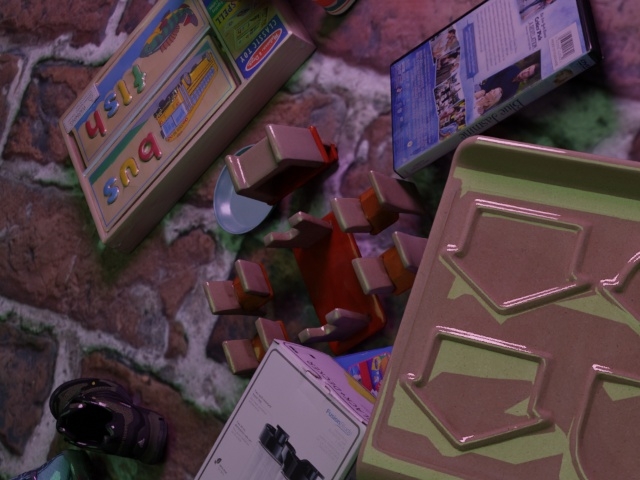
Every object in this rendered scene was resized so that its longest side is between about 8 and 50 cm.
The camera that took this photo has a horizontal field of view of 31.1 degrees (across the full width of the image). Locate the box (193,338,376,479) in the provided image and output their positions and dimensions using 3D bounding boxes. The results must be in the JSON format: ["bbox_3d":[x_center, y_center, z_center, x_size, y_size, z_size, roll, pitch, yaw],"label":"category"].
[{"bbox_3d":[-0.043,0.266,1.138,0.169,0.087,0.290,36,101,45],"label":"box"}]

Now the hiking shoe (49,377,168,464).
[{"bbox_3d":[-0.298,0.221,1.483,0.227,0.114,0.086,11,82,44],"label":"hiking shoe"}]

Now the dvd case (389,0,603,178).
[{"bbox_3d":[0.177,-0.191,1.230,0.253,0.022,0.180,-31,39,31],"label":"dvd case"}]

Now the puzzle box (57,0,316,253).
[{"bbox_3d":[-0.201,-0.211,1.601,0.409,0.052,0.272,-46,50,21],"label":"puzzle box"}]

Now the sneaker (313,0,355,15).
[{"bbox_3d":[0.036,-0.359,1.419,0.161,0.075,0.057,-54,47,14],"label":"sneaker"}]

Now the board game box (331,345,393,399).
[{"bbox_3d":[0.097,0.275,1.121,0.233,0.078,0.347,-16,64,38],"label":"board game box"}]

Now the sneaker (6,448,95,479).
[{"bbox_3d":[-0.402,0.367,1.517,0.262,0.125,0.104,-45,50,21],"label":"sneaker"}]

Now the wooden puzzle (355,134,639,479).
[{"bbox_3d":[0.228,0.102,1.004,0.322,0.080,0.348,12,79,25],"label":"wooden puzzle"}]

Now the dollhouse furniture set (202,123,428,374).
[{"bbox_3d":[0.000,0.000,1.309,0.262,0.135,0.259,-34,65,30],"label":"dollhouse furniture set"}]

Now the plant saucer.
[{"bbox_3d":[-0.088,-0.063,1.460,0.119,0.021,0.119,-17,63,39],"label":"plant saucer"}]
